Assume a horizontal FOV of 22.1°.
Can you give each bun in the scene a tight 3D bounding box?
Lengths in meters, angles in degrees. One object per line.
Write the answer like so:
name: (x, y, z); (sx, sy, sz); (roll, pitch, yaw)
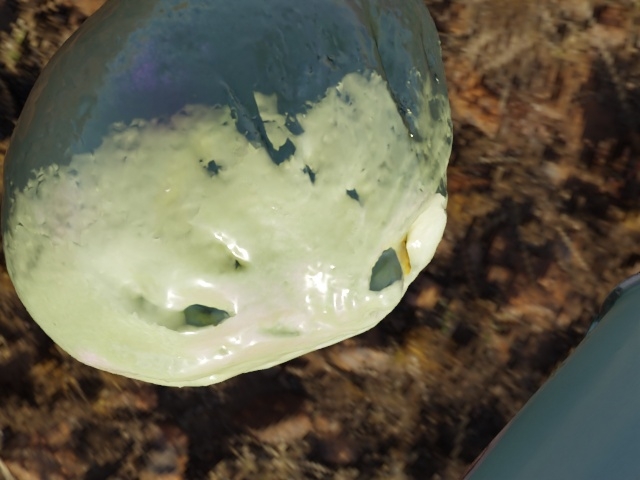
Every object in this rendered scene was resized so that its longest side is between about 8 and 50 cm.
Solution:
bun: (-0.032, -0.022, 0.905); (0.283, 0.179, 0.283); (-28, 142, -25)

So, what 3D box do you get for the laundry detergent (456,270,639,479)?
laundry detergent: (0.161, 0.166, 0.568); (0.305, 0.287, 0.287); (-45, 115, -18)
